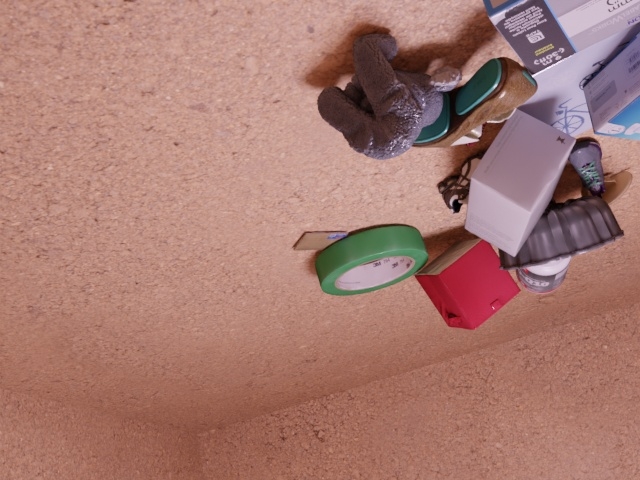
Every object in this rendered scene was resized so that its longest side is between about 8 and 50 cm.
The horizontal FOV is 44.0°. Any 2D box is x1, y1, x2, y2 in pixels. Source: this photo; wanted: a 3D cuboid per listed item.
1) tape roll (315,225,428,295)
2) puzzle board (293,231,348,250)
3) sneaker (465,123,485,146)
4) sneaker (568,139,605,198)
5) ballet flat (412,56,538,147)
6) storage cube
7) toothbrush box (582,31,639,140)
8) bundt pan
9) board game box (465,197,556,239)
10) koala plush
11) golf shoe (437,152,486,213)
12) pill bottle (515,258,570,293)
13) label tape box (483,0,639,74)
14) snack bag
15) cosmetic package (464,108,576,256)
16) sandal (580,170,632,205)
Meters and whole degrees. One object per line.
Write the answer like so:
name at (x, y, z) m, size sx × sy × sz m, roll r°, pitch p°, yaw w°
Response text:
tape roll at (0.146, 0.063, 2.272) m, size 0.321 × 0.077 × 0.321 m, roll -13°, pitch 159°, yaw -5°
puzzle board at (0.000, 0.000, 2.148) m, size 0.128 × 0.011 × 0.096 m, roll -2°, pitch 153°, yaw -27°
sneaker at (0.343, -0.248, 1.721) m, size 0.047 × 0.057 × 0.119 m, roll -2°, pitch 153°, yaw -20°
sneaker at (0.693, -0.179, 2.017) m, size 0.083 × 0.098 × 0.223 m, roll -24°, pitch 155°, yaw 22°
ballet flat at (0.291, -0.250, 1.539) m, size 0.124 × 0.116 × 0.342 m, roll 15°, pitch 158°, yaw -24°
storage cube at (0.423, 0.125, 2.297) m, size 0.215 × 0.193 × 0.183 m, roll -36°, pitch -174°, yaw -14°
toothbrush box at (0.720, -0.300, 1.585) m, size 0.295 × 0.126 × 0.216 m, roll 5°, pitch 154°, yaw -18°
bundt pan at (0.612, -0.028, 2.074) m, size 0.330 × 0.124 × 0.331 m, roll -19°, pitch -179°, yaw 0°
board game box at (0.555, -0.064, 2.271) m, size 0.243 × 0.042 × 0.165 m, roll -22°, pitch 155°, yaw 19°
koala plush at (0.150, -0.253, 1.462) m, size 0.221 × 0.203 × 0.196 m, roll -16°, pitch 154°, yaw -46°
golf shoe at (0.372, -0.139, 1.938) m, size 0.077 × 0.094 × 0.198 m, roll 1°, pitch 151°, yaw -28°
pill bottle at (0.691, 0.050, 2.455) m, size 0.161 × 0.161 × 0.283 m, roll -16°, pitch 156°, yaw 5°
label tape box at (0.445, -0.404, 1.356) m, size 0.249 × 0.115 × 0.347 m, roll -25°, pitch 153°, yaw 25°
snack bag at (0.571, -0.334, 1.680) m, size 0.323 × 0.037 × 0.342 m, roll -27°, pitch 151°, yaw 26°
cosmetic package at (0.445, -0.119, 1.804) m, size 0.197 × 0.155 × 0.365 m, roll -55°, pitch 163°, yaw -10°
sandal at (0.742, -0.126, 2.187) m, size 0.240 × 0.088 × 0.079 m, roll -40°, pitch 120°, yaw 21°
